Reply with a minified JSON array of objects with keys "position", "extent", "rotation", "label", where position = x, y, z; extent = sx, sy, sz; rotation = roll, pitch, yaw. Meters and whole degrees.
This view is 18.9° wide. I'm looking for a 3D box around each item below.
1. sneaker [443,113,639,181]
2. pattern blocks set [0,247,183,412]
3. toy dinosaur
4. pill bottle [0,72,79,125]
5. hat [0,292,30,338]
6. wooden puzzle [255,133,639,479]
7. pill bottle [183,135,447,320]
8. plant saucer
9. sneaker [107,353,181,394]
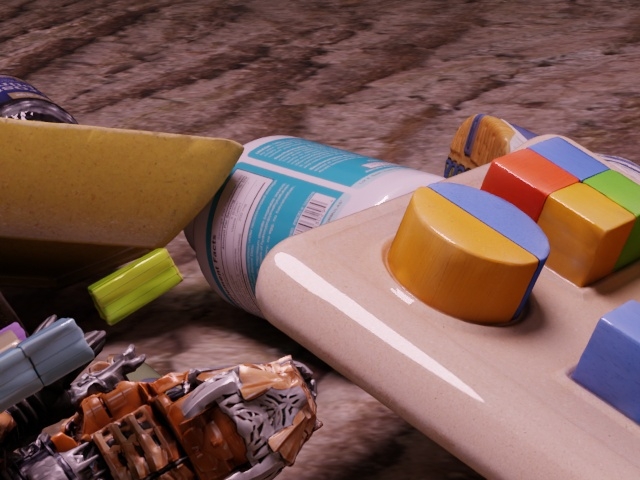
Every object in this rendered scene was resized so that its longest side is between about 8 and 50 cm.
[{"position":[0.211,-0.033,1.677],"extent":[0.131,0.112,0.296],"rotation":[9,12,-25],"label":"sneaker"},{"position":[-0.187,0.084,0.860],"extent":[0.285,0.026,0.325],"rotation":[-30,4,-1],"label":"pattern blocks set"},{"position":[-0.149,0.134,0.961],"extent":[0.322,0.164,0.218],"rotation":[-8,6,7],"label":"toy dinosaur"},{"position":[-0.294,-0.086,1.867],"extent":[0.122,0.123,0.219],"rotation":[-9,17,-20],"label":"pill bottle"},{"position":[-0.359,0.051,1.331],"extent":[0.331,0.331,0.134],"rotation":[10,60,38],"label":"hat"},{"position":[0.181,0.040,1.212],"extent":[0.322,0.080,0.348],"rotation":[35,35,23],"label":"wooden puzzle"},{"position":[0.000,0.000,1.475],"extent":[0.146,0.146,0.264],"rotation":[-14,20,-33],"label":"pill bottle"},{"position":[-0.271,-0.021,1.491],"extent":[0.332,0.081,0.333],"rotation":[3,-11,-27],"label":"plant saucer"},{"position":[-0.098,0.126,1.224],"extent":[0.086,0.064,0.192],"rotation":[3,16,-5],"label":"sneaker"}]
